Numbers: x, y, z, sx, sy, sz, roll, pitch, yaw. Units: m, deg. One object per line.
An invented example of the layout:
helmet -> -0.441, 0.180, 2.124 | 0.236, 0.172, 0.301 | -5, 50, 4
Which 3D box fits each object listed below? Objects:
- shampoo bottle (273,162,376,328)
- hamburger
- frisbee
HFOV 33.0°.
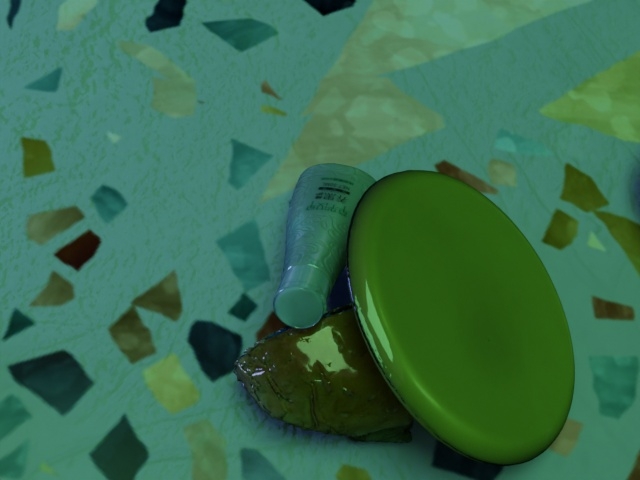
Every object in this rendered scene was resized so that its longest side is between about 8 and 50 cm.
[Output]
shampoo bottle -> 0.000, 0.000, 0.808 | 0.069, 0.041, 0.191 | 15, 31, 3
hamburger -> 0.035, 0.094, 0.778 | 0.176, 0.087, 0.102 | -17, 63, -23
frisbee -> 0.111, 0.050, 0.796 | 0.236, 0.017, 0.236 | 25, 50, -33
